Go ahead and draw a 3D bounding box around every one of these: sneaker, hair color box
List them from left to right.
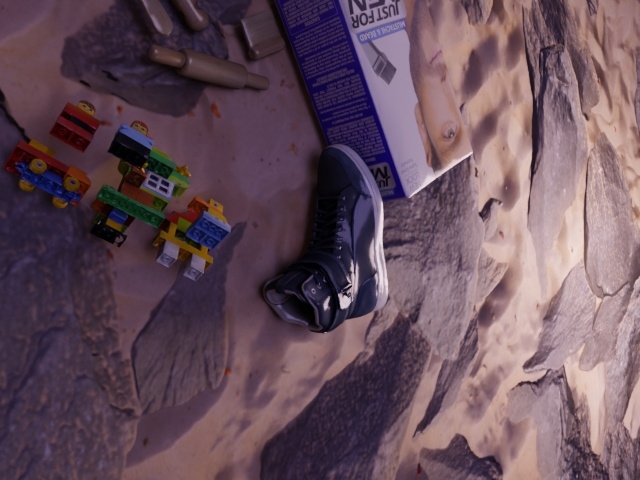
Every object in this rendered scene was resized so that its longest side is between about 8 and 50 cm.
[{"bbox_3d":[0.001,0.001,0.757,0.164,0.086,0.226,-18,99,-44],"label":"sneaker"},{"bbox_3d":[0.071,-0.235,0.822,0.185,0.110,0.338,-34,110,-42],"label":"hair color box"}]

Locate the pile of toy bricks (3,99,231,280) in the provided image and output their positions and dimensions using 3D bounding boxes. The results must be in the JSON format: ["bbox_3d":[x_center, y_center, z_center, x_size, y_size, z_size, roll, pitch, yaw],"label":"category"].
[{"bbox_3d":[-0.175,-0.065,0.608,0.212,0.118,0.105,31,34,-26],"label":"pile of toy bricks"}]

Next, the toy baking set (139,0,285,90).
[{"bbox_3d":[-0.143,-0.269,0.692,0.256,0.030,0.196,-5,84,-48],"label":"toy baking set"}]
